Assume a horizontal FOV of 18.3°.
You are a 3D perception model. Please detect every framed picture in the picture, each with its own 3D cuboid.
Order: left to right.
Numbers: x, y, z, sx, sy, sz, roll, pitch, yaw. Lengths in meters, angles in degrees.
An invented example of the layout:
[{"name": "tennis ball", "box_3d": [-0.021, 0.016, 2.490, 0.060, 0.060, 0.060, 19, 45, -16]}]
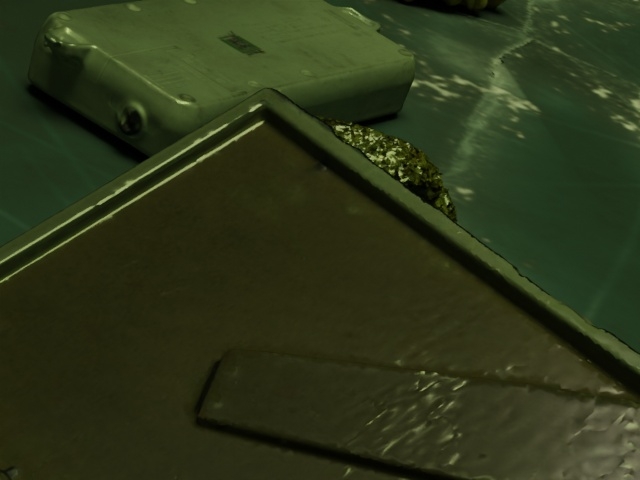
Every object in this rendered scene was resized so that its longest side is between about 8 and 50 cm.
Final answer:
[{"name": "framed picture", "box_3d": [-0.008, 0.067, 0.765, 0.232, 0.024, 0.315, -33, 50, -24]}]

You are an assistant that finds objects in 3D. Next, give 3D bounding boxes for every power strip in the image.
[{"name": "power strip", "box_3d": [-0.052, -0.102, 1.174, 0.118, 0.046, 0.270, 34, 27, 24]}]

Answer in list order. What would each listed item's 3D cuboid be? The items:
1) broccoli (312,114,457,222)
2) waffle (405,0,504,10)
[{"name": "broccoli", "box_3d": [0.000, 0.000, 0.935, 0.131, 0.130, 0.120, 28, 43, -76]}, {"name": "waffle", "box_3d": [0.052, -0.229, 1.505, 0.194, 0.051, 0.149, 11, 28, -16]}]
